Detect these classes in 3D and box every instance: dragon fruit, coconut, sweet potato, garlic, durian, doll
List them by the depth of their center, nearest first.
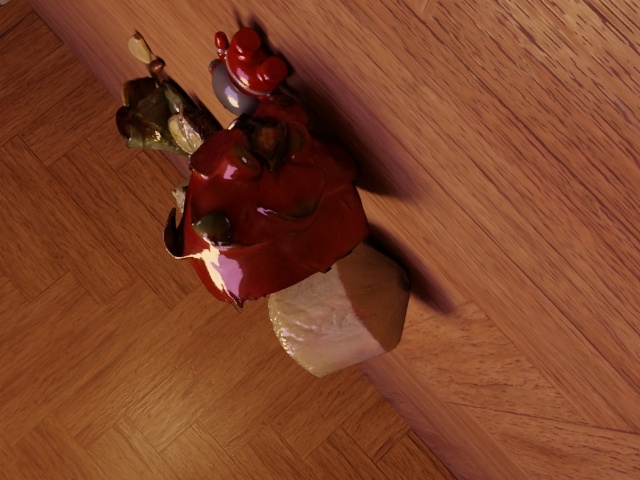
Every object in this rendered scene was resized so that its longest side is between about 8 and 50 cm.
[{"bbox_3d":[-0.091,-0.073,1.016,0.225,0.305,0.305,61,166,-25],"label":"dragon fruit"},{"bbox_3d":[-0.113,-0.242,1.051,0.142,0.076,0.245,46,167,-7],"label":"doll"},{"bbox_3d":[0.049,0.111,1.259,0.239,0.244,0.239,51,-159,-28],"label":"coconut"},{"bbox_3d":[-0.306,-0.280,1.731,0.148,0.091,0.188,27,156,34],"label":"durian"},{"bbox_3d":[-0.456,-0.486,1.733,0.053,0.041,0.083,39,160,22],"label":"garlic"},{"bbox_3d":[-0.412,-0.438,1.737,0.034,0.034,0.095,53,172,-24],"label":"sweet potato"}]

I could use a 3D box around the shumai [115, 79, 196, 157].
[{"bbox_3d":[-0.417,-0.285,1.876,0.222,0.203,0.272,36,167,52],"label":"shumai"}]

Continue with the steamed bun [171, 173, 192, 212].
[{"bbox_3d":[-0.303,-0.113,2.018,0.170,0.200,0.225,61,167,-29],"label":"steamed bun"}]

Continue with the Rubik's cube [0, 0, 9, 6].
[{"bbox_3d":[-0.589,-0.569,1.046,0.362,0.363,0.359,49,169,-9],"label":"Rubik's cube"}]

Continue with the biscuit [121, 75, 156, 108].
[{"bbox_3d":[-0.510,-0.402,1.966,0.247,0.029,0.118,-71,-24,-71],"label":"biscuit"}]
